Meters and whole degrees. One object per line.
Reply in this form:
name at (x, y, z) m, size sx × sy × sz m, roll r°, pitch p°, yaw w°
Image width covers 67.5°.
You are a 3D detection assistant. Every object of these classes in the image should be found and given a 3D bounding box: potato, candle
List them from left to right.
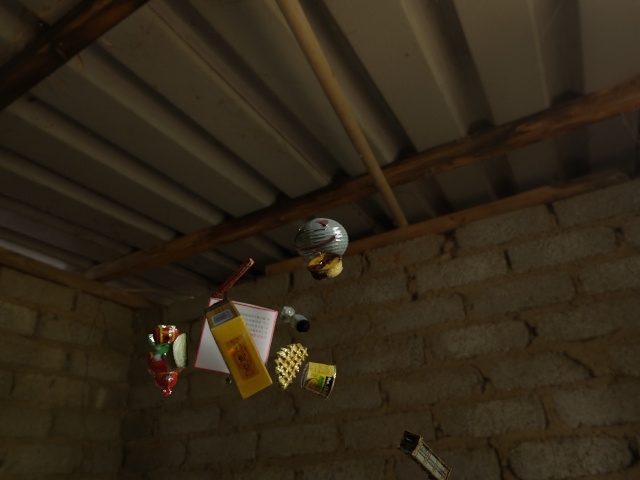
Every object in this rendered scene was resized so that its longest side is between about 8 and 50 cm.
potato at (-0.610, 0.465, 1.971) m, size 0.120 × 0.149 × 0.081 m, roll -25°, pitch -27°, yaw 32°
candle at (-0.494, 0.217, 2.707) m, size 0.329 × 0.048 × 0.051 m, roll -43°, pitch -30°, yaw 13°

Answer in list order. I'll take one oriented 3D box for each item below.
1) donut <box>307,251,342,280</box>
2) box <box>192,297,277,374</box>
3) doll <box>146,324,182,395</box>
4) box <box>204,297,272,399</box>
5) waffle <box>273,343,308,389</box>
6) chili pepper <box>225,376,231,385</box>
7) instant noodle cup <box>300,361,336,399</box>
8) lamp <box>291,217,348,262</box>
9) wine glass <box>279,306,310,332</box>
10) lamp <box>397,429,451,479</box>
donut at (0.021, 0.095, 1.745) m, size 0.140 × 0.140 × 0.059 m, roll -14°, pitch -68°, yaw 20°
box at (-0.376, 0.429, 2.108) m, size 0.314 × 0.312 × 0.300 m, roll 13°, pitch -13°, yaw -9°
doll at (-0.793, 0.614, 2.448) m, size 0.183 × 0.363 × 0.160 m, roll 9°, pitch -40°, yaw -31°
box at (-0.303, 0.365, 1.704) m, size 0.116 × 0.264 × 0.415 m, roll -26°, pitch 9°, yaw -15°
waffle at (-0.117, 0.511, 1.967) m, size 0.192 × 0.160 × 0.046 m, roll -8°, pitch -9°, yaw -45°
chili pepper at (-0.438, 0.667, 2.266) m, size 0.030 × 0.034 × 0.091 m, roll 39°, pitch -20°, yaw 4°
instant noodle cup at (-0.013, 0.601, 2.076) m, size 0.122 × 0.151 × 0.151 m, roll 16°, pitch -30°, yaw -9°
lamp at (0.000, 0.000, 2.335) m, size 0.265 × 0.233 × 0.233 m, roll -17°, pitch -29°, yaw 14°
wine glass at (-0.092, 0.293, 1.748) m, size 0.066 × 0.066 × 0.198 m, roll 7°, pitch 2°, yaw -21°
lamp at (0.444, 0.925, 2.033) m, size 0.089 × 0.090 × 0.325 m, roll 6°, pitch -36°, yaw 48°
